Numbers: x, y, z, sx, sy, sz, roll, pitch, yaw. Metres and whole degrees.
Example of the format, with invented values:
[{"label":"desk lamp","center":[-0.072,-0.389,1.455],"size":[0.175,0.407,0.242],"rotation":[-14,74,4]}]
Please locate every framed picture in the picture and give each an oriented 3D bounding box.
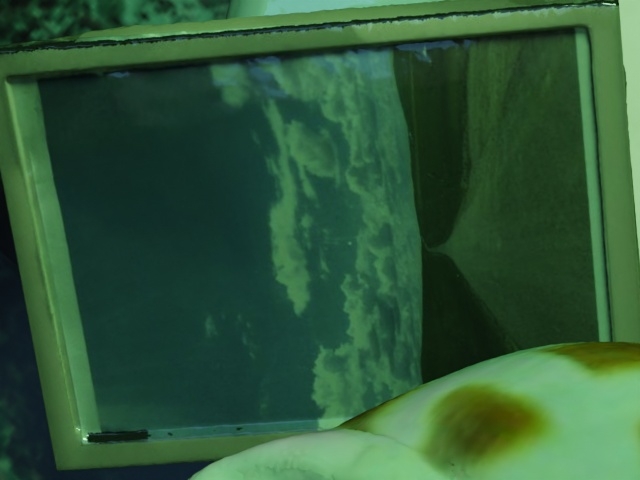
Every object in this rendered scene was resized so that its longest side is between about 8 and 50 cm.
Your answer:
[{"label":"framed picture","center":[0.000,0.000,0.688],"size":[0.260,0.023,0.189],"rotation":[-4,109,9]}]

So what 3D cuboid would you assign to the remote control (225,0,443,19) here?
[{"label":"remote control","center":[0.019,-0.131,0.702],"size":[0.103,0.051,0.293],"rotation":[13,95,5]}]

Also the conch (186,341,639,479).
[{"label":"conch","center":[0.124,0.162,0.598],"size":[0.368,0.197,0.249],"rotation":[38,128,11]}]
